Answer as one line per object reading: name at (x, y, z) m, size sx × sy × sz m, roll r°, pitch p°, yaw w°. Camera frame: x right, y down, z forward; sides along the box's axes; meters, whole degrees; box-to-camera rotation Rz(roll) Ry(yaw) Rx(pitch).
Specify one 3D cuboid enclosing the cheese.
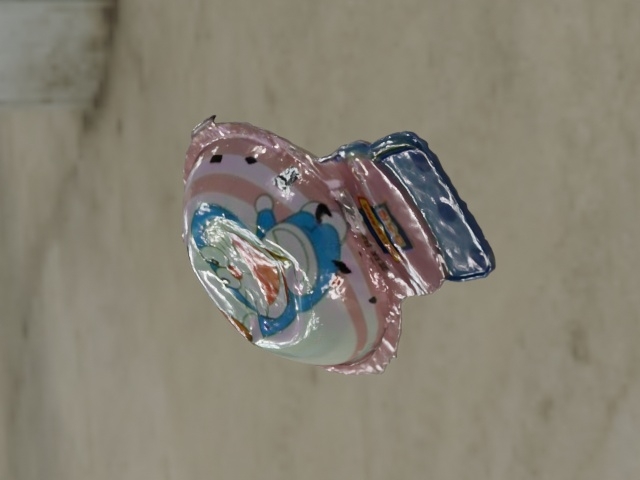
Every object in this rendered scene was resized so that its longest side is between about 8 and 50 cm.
cheese at (0.000, 0.000, 1.098) m, size 0.286 × 0.074 × 0.189 m, roll -14°, pitch 111°, yaw 57°
